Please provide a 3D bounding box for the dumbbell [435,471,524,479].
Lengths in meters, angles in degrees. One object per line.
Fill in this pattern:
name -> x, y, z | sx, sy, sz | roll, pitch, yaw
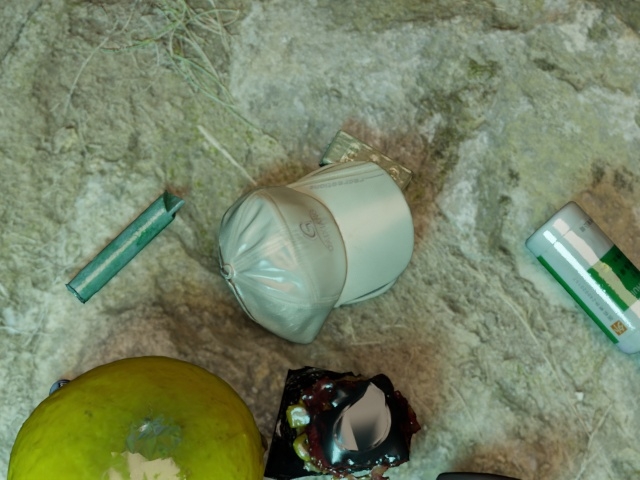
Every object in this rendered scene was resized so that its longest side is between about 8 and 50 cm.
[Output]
dumbbell -> 0.193, 0.400, 1.497 | 0.124, 0.140, 0.225 | 6, 75, 4

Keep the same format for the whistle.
whistle -> -0.253, 0.006, 1.586 | 0.039, 0.039, 0.186 | 43, 74, 4

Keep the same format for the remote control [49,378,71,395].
remote control -> -0.320, 0.249, 1.517 | 0.043, 0.027, 0.153 | 0, 77, -18

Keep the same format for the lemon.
lemon -> -0.209, 0.274, 1.398 | 0.297, 0.297, 0.297 | 2, 75, -8

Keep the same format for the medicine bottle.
medicine bottle -> 0.393, 0.069, 1.639 | 0.095, 0.095, 0.260 | -39, 85, -16

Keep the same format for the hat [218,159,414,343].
hat -> 0.000, 0.000, 1.565 | 0.226, 0.164, 0.220 | -28, 79, 19

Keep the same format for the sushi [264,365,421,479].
sushi -> 0.038, 0.232, 1.511 | 0.172, 0.150, 0.153 | 15, 73, -5

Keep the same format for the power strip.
power strip -> 0.062, -0.099, 1.665 | 0.123, 0.032, 0.056 | 31, 72, 1
